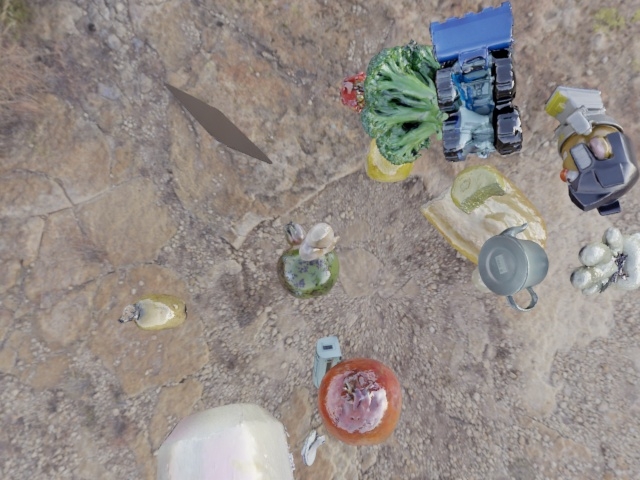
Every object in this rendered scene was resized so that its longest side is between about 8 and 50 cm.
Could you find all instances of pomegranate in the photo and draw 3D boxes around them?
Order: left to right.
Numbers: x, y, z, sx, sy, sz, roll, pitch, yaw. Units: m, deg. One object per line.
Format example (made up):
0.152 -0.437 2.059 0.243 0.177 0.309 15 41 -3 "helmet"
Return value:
-0.069 0.073 1.785 0.284 0.285 0.341 -19 103 5 "pomegranate"

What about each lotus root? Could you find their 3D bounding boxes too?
-0.534 0.229 1.361 0.220 0.125 0.118 7 94 -36 "lotus root"

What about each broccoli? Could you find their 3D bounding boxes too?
0.216 -0.283 0.922 0.254 0.269 0.269 -21 81 -17 "broccoli"

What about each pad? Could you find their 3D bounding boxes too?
-0.225 -0.259 0.940 0.267 0.181 0.004 46 109 30 "pad"

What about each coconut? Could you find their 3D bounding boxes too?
-0.110 0.297 0.511 0.170 0.171 0.183 -17 66 5 "coconut"

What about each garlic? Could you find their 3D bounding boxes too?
-0.013 -0.002 1.429 0.124 0.174 0.099 -32 69 -34 "garlic"

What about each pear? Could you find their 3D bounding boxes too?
0.219 -0.271 1.363 0.177 0.178 0.178 -1 84 7 "pear"

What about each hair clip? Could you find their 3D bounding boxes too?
-0.033 0.840 1.712 0.049 0.172 0.116 -4 99 24 "hair clip"

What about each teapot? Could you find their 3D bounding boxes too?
0.540 0.072 1.147 0.148 0.162 0.240 -3 85 -27 "teapot"

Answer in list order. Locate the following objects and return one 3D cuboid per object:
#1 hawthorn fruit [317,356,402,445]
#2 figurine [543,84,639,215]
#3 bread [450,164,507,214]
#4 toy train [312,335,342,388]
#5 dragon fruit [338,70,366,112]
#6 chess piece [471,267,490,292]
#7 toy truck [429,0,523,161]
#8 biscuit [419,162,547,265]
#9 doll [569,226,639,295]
0.109 0.483 1.300 0.275 0.307 0.276 -8 63 15 "hawthorn fruit"
0.595 -0.197 0.932 0.143 0.308 0.309 -39 78 43 "figurine"
0.465 -0.163 1.271 0.156 0.086 0.125 -34 54 32 "bread"
0.016 0.507 1.650 0.088 0.407 0.087 -7 51 -10 "toy train"
0.139 -0.534 1.540 0.150 0.208 0.133 35 112 -19 "dragon fruit"
0.780 0.132 1.825 0.166 0.300 0.167 10 62 -19 "chess piece"
0.238 -0.232 0.641 0.113 0.126 0.208 -3 114 25 "toy truck"
0.630 -0.083 1.581 0.429 0.104 0.446 -22 63 -26 "biscuit"
0.761 0.069 1.124 0.278 0.175 0.149 -5 55 -34 "doll"
